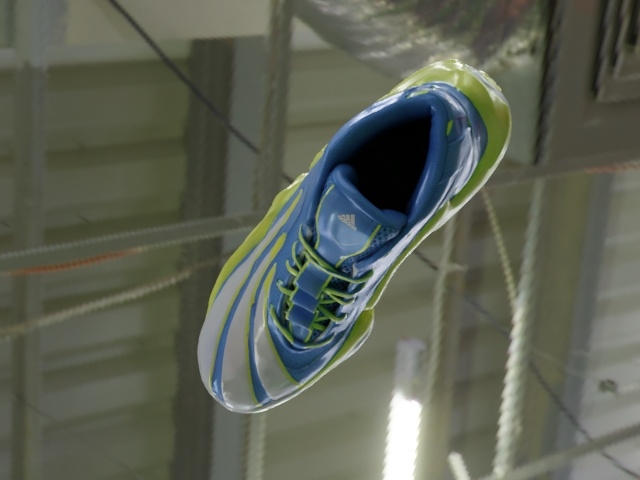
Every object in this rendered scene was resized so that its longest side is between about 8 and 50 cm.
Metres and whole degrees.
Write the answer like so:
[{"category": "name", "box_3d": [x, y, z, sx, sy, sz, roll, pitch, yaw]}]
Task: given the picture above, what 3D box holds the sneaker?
[{"category": "sneaker", "box_3d": [0.000, 0.000, 0.762, 0.240, 0.091, 0.126, -53, -12, 13]}]
